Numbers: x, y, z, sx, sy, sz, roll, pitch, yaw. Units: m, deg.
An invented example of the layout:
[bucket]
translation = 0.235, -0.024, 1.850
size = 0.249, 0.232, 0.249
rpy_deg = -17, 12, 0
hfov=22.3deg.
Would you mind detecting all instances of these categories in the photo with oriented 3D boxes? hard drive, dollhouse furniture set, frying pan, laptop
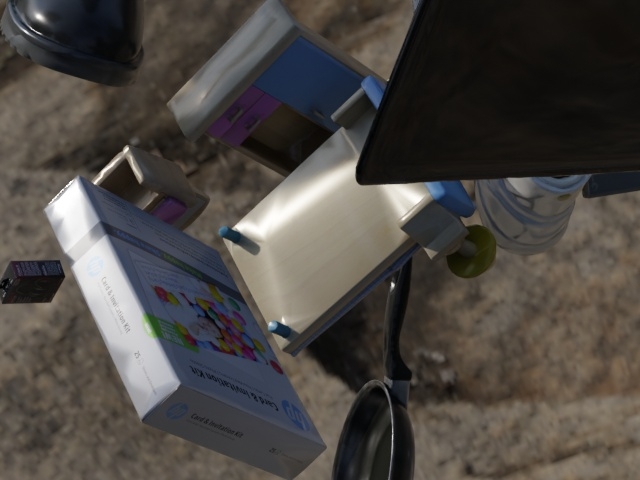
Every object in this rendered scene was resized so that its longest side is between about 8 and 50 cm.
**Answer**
[hard drive]
translation = 0.395, -0.110, 2.084
size = 0.135, 0.094, 0.022
rpy_deg = -9, 7, -17
[dollhouse furniture set]
translation = 0.000, 0.000, 1.381
size = 0.286, 0.198, 0.303
rpy_deg = -44, 52, 16
[frying pan]
translation = 0.059, 0.181, 1.680
size = 0.053, 0.197, 0.326
rpy_deg = 12, 74, -14
[laptop]
translation = 0.149, -0.270, 0.890
size = 0.236, 0.382, 0.408
rpy_deg = -33, 71, 40

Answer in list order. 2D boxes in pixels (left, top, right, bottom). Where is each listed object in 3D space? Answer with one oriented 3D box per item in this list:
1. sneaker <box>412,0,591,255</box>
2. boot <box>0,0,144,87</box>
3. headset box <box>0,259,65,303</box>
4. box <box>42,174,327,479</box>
[sneaker]
translation = 0.152, -0.151, 1.284
size = 0.108, 0.169, 0.293
rpy_deg = -14, 74, -9
[boot]
translation = -0.200, -0.419, 1.648
size = 0.146, 0.445, 0.367
rpy_deg = 13, 23, -21
[headset box]
translation = -0.402, 0.057, 2.234
size = 0.083, 0.062, 0.032
rpy_deg = -1, 52, -36
[box]
translation = -0.086, 0.055, 1.020
size = 0.038, 0.145, 0.186
rpy_deg = -42, 49, 15
